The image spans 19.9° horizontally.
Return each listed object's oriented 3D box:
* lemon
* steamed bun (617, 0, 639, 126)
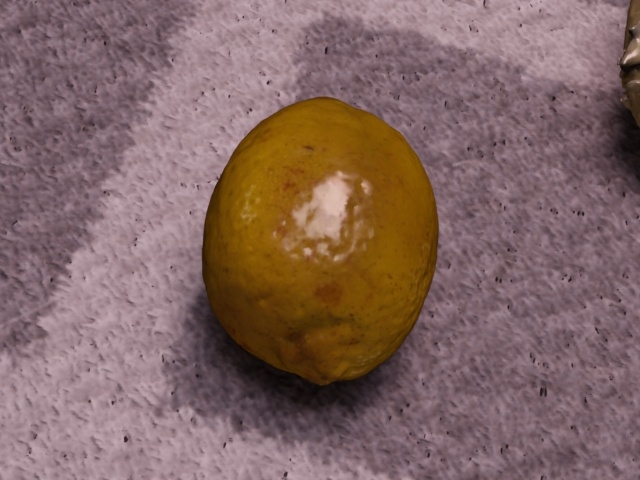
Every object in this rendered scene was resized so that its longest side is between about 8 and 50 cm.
[{"bbox_3d":[0.000,0.000,1.289,0.170,0.170,0.207,13,58,2],"label":"lemon"},{"bbox_3d":[0.365,-0.143,1.438,0.273,0.166,0.232,4,67,4],"label":"steamed bun"}]
